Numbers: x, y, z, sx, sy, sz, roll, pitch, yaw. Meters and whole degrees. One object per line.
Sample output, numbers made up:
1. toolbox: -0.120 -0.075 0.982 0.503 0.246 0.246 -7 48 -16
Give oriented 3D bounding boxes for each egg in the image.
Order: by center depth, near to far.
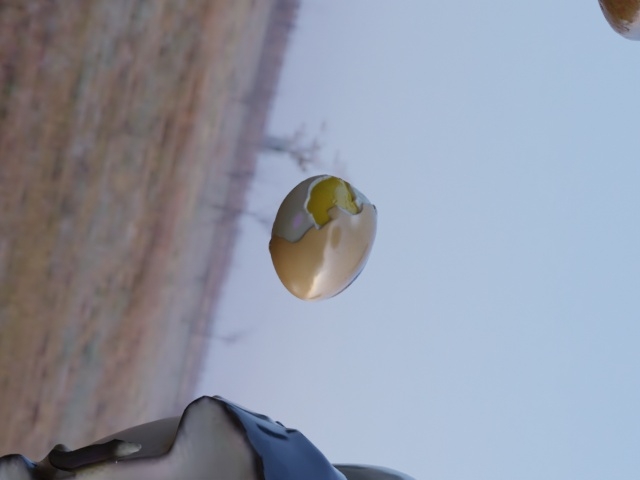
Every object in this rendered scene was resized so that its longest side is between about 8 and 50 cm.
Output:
1. egg: 0.000 0.000 1.077 0.071 0.071 0.083 120 -5 -70

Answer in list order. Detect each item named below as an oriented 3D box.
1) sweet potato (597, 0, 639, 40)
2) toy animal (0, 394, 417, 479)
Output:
1. sweet potato: 0.274 -0.201 1.263 0.346 0.108 0.079 -5 78 -68
2. toy animal: -0.038 0.182 0.788 0.267 0.213 0.212 29 69 -62
